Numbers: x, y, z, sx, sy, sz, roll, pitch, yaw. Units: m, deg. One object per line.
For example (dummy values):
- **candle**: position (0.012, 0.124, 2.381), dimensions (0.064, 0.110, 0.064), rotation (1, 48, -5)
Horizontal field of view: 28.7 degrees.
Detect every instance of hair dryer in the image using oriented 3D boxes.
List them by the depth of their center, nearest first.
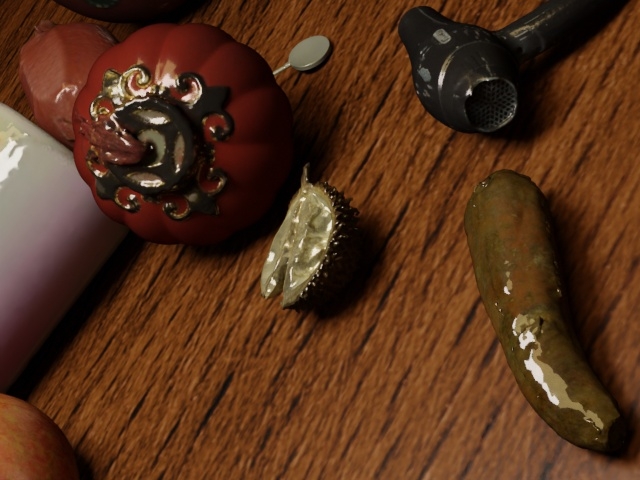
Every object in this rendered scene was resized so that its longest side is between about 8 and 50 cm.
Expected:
- **hair dryer**: position (0.200, -0.209, 1.144), dimensions (0.272, 0.091, 0.235), rotation (-30, 29, 4)

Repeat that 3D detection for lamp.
- **lamp**: position (-0.139, -0.103, 1.239), dimensions (0.227, 0.227, 0.227), rotation (-26, 42, 26)
- **lamp**: position (-0.069, -0.158, 1.386), dimensions (0.198, 0.056, 0.050), rotation (-31, 38, 4)

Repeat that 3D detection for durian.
- **durian**: position (-0.001, 0.001, 1.133), dimensions (0.110, 0.071, 0.140), rotation (-13, 65, 45)

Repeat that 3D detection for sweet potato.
- **sweet potato**: position (0.159, 0.048, 0.935), dimensions (0.075, 0.075, 0.273), rotation (-32, 42, 21)

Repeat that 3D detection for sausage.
- **sausage**: position (-0.292, -0.190, 1.547), dimensions (0.148, 0.148, 0.254), rotation (-40, 34, 11)

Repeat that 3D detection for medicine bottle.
- **medicine bottle**: position (-0.393, 0.057, 1.356), dimensions (0.388, 0.219, 0.219), rotation (-55, 37, -6)

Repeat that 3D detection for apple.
- **apple**: position (-0.333, 0.235, 1.179), dimensions (0.209, 0.164, 0.209), rotation (-25, 41, 24)

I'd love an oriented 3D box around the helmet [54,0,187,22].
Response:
- **helmet**: position (-0.232, -0.420, 1.611), dimensions (0.338, 0.230, 0.385), rotation (-5, 45, 41)
